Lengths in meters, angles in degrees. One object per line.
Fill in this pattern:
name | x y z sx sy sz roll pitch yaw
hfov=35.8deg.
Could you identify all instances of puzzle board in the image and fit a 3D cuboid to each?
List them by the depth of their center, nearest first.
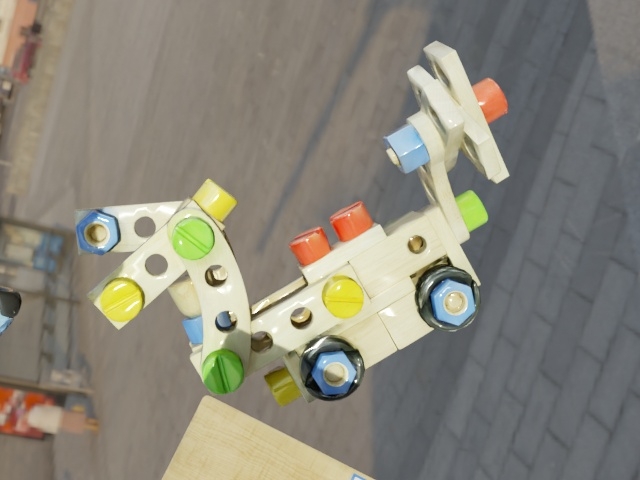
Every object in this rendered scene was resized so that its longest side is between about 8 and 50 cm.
puzzle board | -0.015 0.139 0.433 0.096 0.128 0.011 -63 -1 -8

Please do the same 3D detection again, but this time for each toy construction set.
toy construction set | 0.000 0.000 0.727 0.327 0.215 0.151 -28 9 11

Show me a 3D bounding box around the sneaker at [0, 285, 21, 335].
sneaker | -0.180 -0.018 0.426 0.073 0.162 0.063 -33 -5 6
